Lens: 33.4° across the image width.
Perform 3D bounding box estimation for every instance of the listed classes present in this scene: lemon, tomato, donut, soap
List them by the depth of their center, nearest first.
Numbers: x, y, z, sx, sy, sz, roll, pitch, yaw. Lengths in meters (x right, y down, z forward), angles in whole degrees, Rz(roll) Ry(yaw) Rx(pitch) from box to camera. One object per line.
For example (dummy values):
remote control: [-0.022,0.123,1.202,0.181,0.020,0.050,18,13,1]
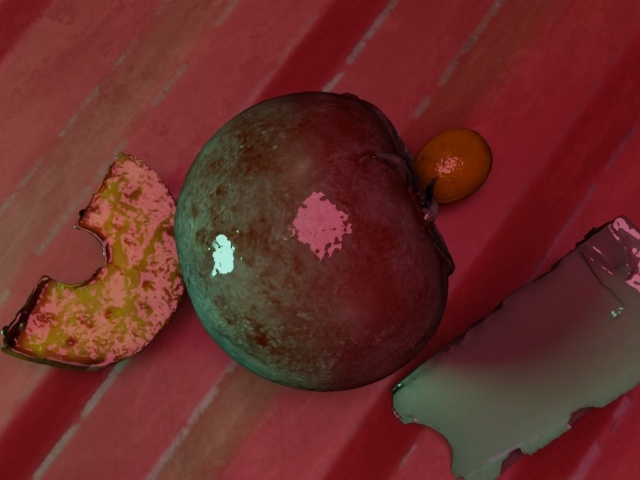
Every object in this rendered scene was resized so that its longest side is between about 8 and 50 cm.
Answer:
tomato: [0.000,0.000,1.119,0.282,0.316,0.317,-22,81,11]
soap: [0.238,0.127,1.128,0.302,0.258,0.159,-39,84,-7]
donut: [-0.228,0.051,1.209,0.152,0.101,0.259,31,80,4]
lemon: [0.151,-0.085,1.254,0.110,0.082,0.082,-33,82,-14]
